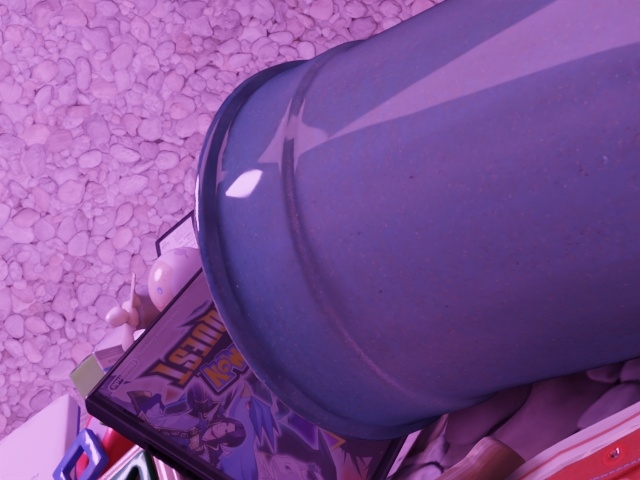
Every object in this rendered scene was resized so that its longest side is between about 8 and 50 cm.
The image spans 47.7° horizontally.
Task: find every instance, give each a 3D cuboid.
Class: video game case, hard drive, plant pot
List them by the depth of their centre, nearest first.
[{"bbox_3d":[0.145,-0.041,0.523,0.334,0.341,0.341,-21,21,44],"label":"plant pot"},{"bbox_3d":[-0.026,0.112,0.668,0.275,0.248,0.035,-52,-14,-37],"label":"video game case"},{"bbox_3d":[-0.413,0.335,0.949,0.210,0.040,0.319,-37,18,-8],"label":"hard drive"}]

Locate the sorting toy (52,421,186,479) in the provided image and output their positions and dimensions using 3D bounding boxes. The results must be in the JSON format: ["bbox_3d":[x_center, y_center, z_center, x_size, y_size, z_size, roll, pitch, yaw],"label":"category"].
[{"bbox_3d":[-0.186,0.277,0.635,0.196,0.047,0.347,-47,40,9],"label":"sorting toy"}]

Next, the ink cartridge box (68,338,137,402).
[{"bbox_3d":[-0.245,0.245,1.011,0.062,0.209,0.109,-40,-13,22],"label":"ink cartridge box"}]

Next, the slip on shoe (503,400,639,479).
[{"bbox_3d":[0.199,0.084,0.277,0.331,0.123,0.101,-44,15,23],"label":"slip on shoe"}]

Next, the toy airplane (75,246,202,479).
[{"bbox_3d":[-0.100,0.112,0.893,0.386,0.272,0.384,-22,24,12],"label":"toy airplane"}]

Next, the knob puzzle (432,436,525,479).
[{"bbox_3d":[0.047,0.177,0.387,0.213,0.030,0.213,-32,-41,-32],"label":"knob puzzle"}]

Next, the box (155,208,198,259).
[{"bbox_3d":[-0.028,-0.026,1.209,0.395,0.318,0.097,-37,53,25],"label":"box"}]

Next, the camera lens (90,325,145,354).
[{"bbox_3d":[-0.267,0.210,1.334,0.274,0.219,0.219,-40,9,10],"label":"camera lens"}]
